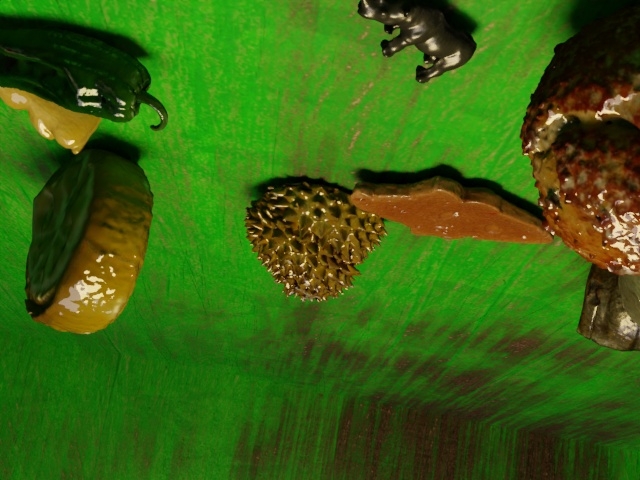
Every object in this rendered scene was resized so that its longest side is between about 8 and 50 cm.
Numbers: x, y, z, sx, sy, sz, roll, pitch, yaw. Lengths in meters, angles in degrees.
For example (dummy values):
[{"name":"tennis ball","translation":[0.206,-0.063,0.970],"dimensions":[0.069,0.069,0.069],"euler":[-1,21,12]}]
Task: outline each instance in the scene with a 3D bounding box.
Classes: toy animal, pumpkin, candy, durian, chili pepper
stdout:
[{"name":"toy animal","translation":[-0.331,-0.175,1.109],"dimensions":[0.159,0.083,0.070],"euler":[32,-179,-24]},{"name":"pumpkin","translation":[0.446,0.109,1.400],"dimensions":[0.131,0.126,0.248],"euler":[5,161,21]},{"name":"candy","translation":[-0.320,0.000,1.303],"dimensions":[0.118,0.260,0.260],"euler":[15,162,-30]},{"name":"toy animal","translation":[0.083,-0.190,0.849],"dimensions":[0.065,0.047,0.136],"euler":[-15,148,42]},{"name":"durian","translation":[-0.008,0.009,1.362],"dimensions":[0.183,0.138,0.249],"euler":[11,158,27]},{"name":"chili pepper","translation":[-0.287,-0.178,1.022],"dimensions":[0.257,0.100,0.074],"euler":[14,-153,10]}]

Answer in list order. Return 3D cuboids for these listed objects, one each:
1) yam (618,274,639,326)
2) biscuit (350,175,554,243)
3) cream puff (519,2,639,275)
[{"name":"yam","translation":[0.430,0.022,1.117],"dimensions":[0.161,0.161,0.268],"euler":[4,158,18]},{"name":"biscuit","translation":[0.176,-0.039,1.248],"dimensions":[0.280,0.043,0.183],"euler":[8,166,-8]},{"name":"cream puff","translation":[0.272,-0.078,0.777],"dimensions":[0.240,0.240,0.164],"euler":[-7,-162,41]}]
